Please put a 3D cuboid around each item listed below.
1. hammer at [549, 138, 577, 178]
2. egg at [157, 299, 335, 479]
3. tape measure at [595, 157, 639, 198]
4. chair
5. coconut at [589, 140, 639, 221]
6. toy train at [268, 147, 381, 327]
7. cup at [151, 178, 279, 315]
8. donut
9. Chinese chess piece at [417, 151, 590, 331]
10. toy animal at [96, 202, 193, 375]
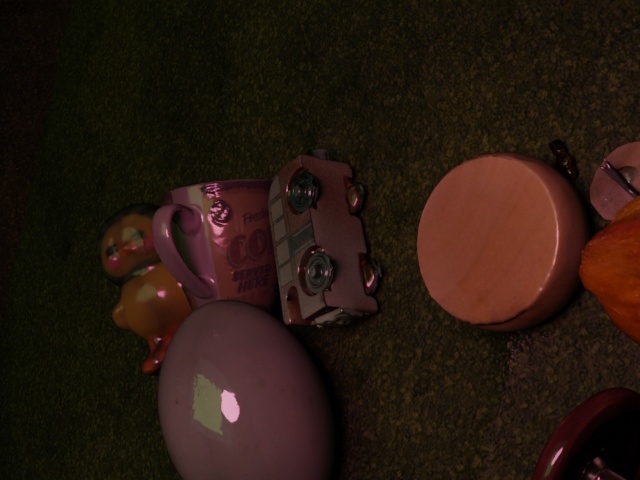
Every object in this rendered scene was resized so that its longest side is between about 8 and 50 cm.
[{"bbox_3d":[0.294,-0.077,1.206,0.178,0.021,0.065,-38,54,38],"label":"hammer"},{"bbox_3d":[-0.122,0.284,1.356,0.276,0.276,0.388,-31,72,39],"label":"egg"},{"bbox_3d":[0.486,-0.083,0.912,0.331,0.084,0.163,16,86,33],"label":"tape measure"},{"bbox_3d":[0.378,0.307,0.856,0.401,0.227,0.226,28,101,48],"label":"chair"},{"bbox_3d":[0.398,-0.063,1.010,0.116,0.122,0.116,-16,67,44],"label":"coconut"},{"bbox_3d":[0.000,0.000,1.424,0.159,0.129,0.326,-34,57,44],"label":"toy train"},{"bbox_3d":[-0.186,0.026,1.502,0.228,0.301,0.256,-13,82,29],"label":"cup"},{"bbox_3d":[0.413,0.043,0.894,0.254,0.253,0.118,-12,32,45],"label":"donut"},{"bbox_3d":[0.253,0.002,1.154,0.251,0.097,0.250,-6,82,46],"label":"Chinese chess piece"},{"bbox_3d":[-0.326,0.086,1.688,0.216,0.191,0.338,-28,84,9],"label":"toy animal"}]
